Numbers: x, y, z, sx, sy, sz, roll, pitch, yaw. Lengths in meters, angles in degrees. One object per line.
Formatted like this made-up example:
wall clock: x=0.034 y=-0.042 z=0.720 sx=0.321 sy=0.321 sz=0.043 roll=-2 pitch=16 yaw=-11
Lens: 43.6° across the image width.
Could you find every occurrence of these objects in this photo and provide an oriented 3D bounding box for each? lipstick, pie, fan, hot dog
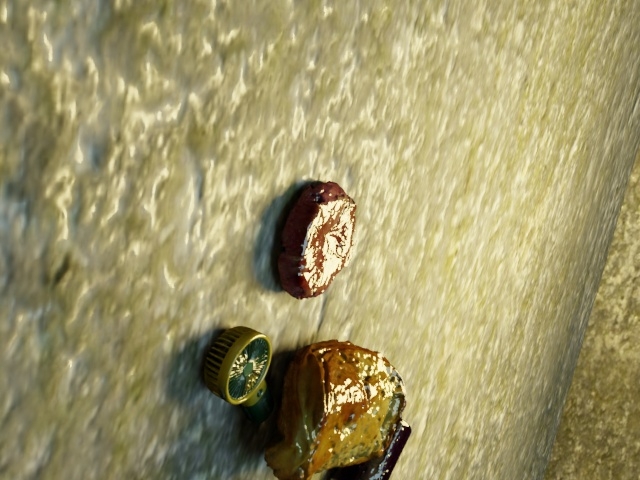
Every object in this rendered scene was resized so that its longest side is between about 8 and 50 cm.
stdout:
lipstick: x=0.044 y=0.393 z=1.213 sx=0.299 sy=0.081 sz=0.081 roll=-57 pitch=148 yaw=-24
pie: x=0.000 y=0.000 z=0.943 sx=0.153 sy=0.038 sz=0.153 roll=-40 pitch=139 yaw=-46
fan: x=-0.085 y=0.156 z=0.893 sx=0.082 sy=0.039 sz=0.155 roll=-53 pitch=148 yaw=-29
hot dog: x=0.006 y=0.216 z=1.015 sx=0.259 sy=0.114 sz=0.175 roll=13 pitch=100 yaw=-59
